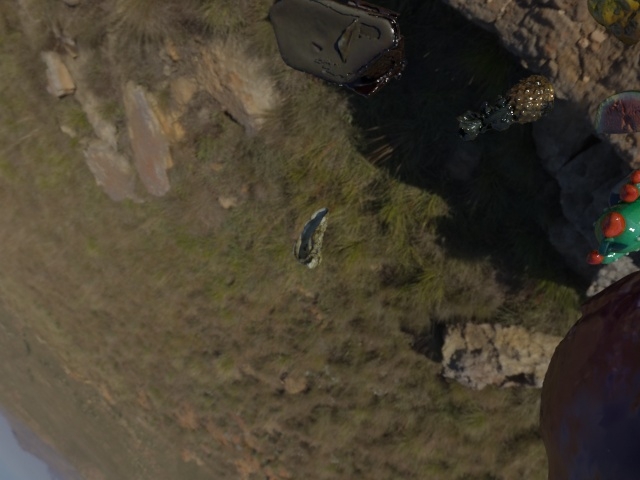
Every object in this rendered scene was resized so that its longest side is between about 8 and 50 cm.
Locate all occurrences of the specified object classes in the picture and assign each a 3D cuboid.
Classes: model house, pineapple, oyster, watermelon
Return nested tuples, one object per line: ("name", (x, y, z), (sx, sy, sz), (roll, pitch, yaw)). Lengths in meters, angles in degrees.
("model house", (0.037, -0.317, 0.749), (0.203, 0.164, 0.141), (29, 127, 12))
("pineapple", (0.454, -0.323, 1.198), (0.119, 0.237, 0.111), (43, -152, -65))
("oyster", (0.000, 0.000, 0.631), (0.038, 0.083, 0.081), (37, 177, -23))
("watermelon", (0.638, -0.270, 0.960), (0.086, 0.069, 0.163), (66, 163, -17))

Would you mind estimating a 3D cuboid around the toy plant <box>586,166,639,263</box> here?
("toy plant", (0.852, -0.075, 1.274), (0.185, 0.400, 0.279), (45, 150, 16))

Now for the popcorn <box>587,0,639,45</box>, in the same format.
("popcorn", (0.524, -0.412, 0.638), (0.332, 0.265, 0.225), (-40, 95, 22))

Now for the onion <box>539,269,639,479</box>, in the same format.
("onion", (0.284, 0.191, 0.328), (0.347, 0.386, 0.347), (49, 149, 42))
